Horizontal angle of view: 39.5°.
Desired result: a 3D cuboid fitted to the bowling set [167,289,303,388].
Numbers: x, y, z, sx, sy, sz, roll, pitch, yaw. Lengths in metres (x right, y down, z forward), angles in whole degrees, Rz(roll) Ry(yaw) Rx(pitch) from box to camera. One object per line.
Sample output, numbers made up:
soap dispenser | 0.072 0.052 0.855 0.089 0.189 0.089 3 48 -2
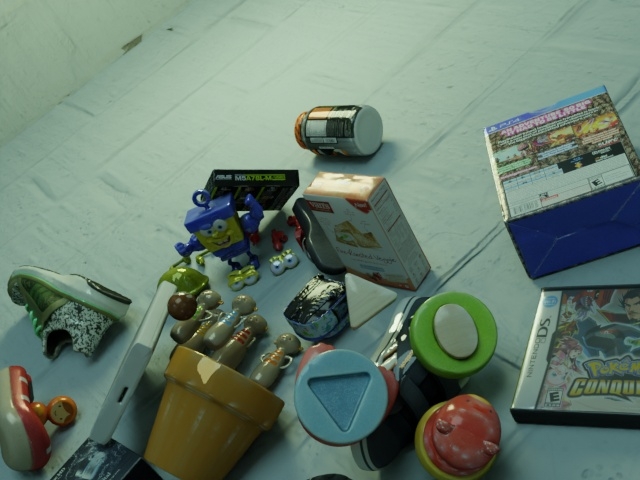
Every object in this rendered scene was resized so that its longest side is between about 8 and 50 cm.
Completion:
bowling set | -0.180 0.146 1.656 0.287 0.199 0.154 9 44 37

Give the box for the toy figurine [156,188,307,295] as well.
toy figurine | -0.230 -0.025 1.881 0.363 0.217 0.191 -21 36 13

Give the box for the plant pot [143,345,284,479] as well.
plant pot | -0.193 0.305 1.481 0.205 0.205 0.188 14 70 45

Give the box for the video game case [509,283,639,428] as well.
video game case | 0.438 0.164 1.314 0.275 0.035 0.248 -4 42 33

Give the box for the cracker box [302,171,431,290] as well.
cracker box | 0.086 -0.016 1.623 0.156 0.232 0.067 9 50 43

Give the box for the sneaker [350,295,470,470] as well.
sneaker | 0.150 0.213 1.387 0.128 0.126 0.321 -2 46 33

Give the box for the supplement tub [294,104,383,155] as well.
supplement tub | 0.039 -0.253 2.054 0.190 0.117 0.117 6 49 41

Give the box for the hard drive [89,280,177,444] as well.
hard drive | -0.339 0.215 1.646 0.203 0.040 0.307 -62 8 14

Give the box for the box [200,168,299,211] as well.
box | -0.155 -0.106 1.915 0.184 0.190 0.045 0 75 -15

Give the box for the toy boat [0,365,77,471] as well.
toy boat | -0.557 0.345 1.756 0.151 0.151 0.231 -8 30 -19

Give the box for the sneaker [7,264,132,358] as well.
sneaker | -0.604 0.169 1.999 0.410 0.158 0.182 3 64 45

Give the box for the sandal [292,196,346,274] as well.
sandal | 0.001 0.000 1.812 0.054 0.097 0.254 -64 24 25

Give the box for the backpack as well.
backpack | -0.001 0.133 1.631 0.114 0.084 0.105 -42 35 -24

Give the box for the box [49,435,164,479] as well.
box | -0.376 0.431 1.531 0.158 0.093 0.156 13 53 46

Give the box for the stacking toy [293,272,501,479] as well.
stacking toy | 0.123 0.180 1.265 0.309 0.130 0.279 13 73 4

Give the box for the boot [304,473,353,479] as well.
boot | -0.110 0.416 1.155 0.338 0.118 0.223 -32 2 -25

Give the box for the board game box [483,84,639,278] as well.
board game box | 0.432 -0.107 1.560 0.232 0.141 0.291 -19 36 16
